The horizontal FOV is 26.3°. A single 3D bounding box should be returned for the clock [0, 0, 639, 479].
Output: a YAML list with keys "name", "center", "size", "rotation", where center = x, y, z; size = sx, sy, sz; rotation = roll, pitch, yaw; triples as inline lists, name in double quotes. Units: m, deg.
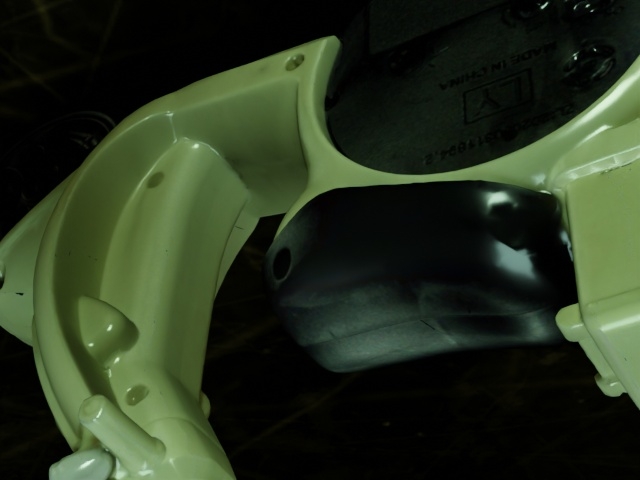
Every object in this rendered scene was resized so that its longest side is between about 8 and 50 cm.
- name: "clock"
  center: [0.000, 0.000, 0.571]
  size: [0.379, 0.276, 0.120]
  rotation: [-23, 132, 21]
